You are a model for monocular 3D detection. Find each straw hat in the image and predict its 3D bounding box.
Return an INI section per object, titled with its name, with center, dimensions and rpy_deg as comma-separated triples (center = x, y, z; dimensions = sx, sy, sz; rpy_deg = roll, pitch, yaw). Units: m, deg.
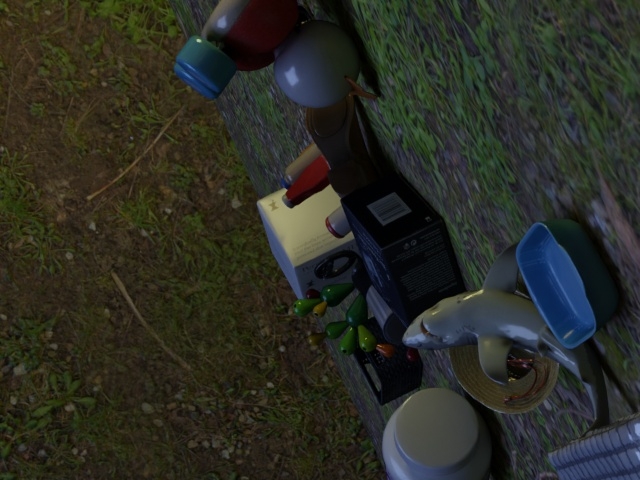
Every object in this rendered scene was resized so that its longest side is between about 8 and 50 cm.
[straw hat]
center = 0.218, 0.122, 1.544
dimensions = 0.061, 0.144, 0.144
rpy_deg = -2, -121, -53

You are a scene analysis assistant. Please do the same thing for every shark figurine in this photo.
[shark figurine]
center = 0.236, 0.118, 1.418
dimensions = 0.278, 0.166, 0.116
rpy_deg = 38, -176, 34

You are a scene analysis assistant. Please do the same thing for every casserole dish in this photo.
[casserole dish]
center = 0.231, 0.037, 1.287
dimensions = 0.114, 0.037, 0.188
rpy_deg = 63, 173, 11

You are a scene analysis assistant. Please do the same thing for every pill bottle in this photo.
[pill bottle]
center = 0.181, 0.336, 2.140
dimensions = 0.169, 0.169, 0.301
rpy_deg = 61, 173, 25

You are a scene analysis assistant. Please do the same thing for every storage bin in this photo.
[storage bin]
center = 0.120, 0.213, 2.503
dimensions = 0.122, 0.084, 0.180
rpy_deg = 61, 173, 20

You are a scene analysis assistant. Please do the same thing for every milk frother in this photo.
[milk frother]
center = 0.079, 0.079, 2.092
dimensions = 0.135, 0.143, 0.129
rpy_deg = -120, 15, -47

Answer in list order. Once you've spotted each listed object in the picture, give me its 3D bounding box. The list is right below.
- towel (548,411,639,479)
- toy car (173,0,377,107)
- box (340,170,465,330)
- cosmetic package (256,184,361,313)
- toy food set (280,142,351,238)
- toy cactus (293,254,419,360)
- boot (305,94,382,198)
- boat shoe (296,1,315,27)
[towel]
center = 0.311, 0.231, 1.081
dimensions = 0.235, 0.121, 0.284
rpy_deg = 61, 171, 11
[toy car]
center = -0.032, -0.244, 1.785
dimensions = 0.238, 0.219, 0.210
rpy_deg = 36, 176, -7
[box]
center = 0.113, 0.019, 1.847
dimensions = 0.156, 0.093, 0.158
rpy_deg = 53, 168, 56
[cosmetic package]
center = 0.000, 0.000, 2.354
dimensions = 0.151, 0.151, 0.184
rpy_deg = 60, 173, 28
[toy food set]
center = 0.011, -0.062, 2.084
dimensions = 0.111, 0.104, 0.232
rpy_deg = 21, -144, -52
[toy cactus]
center = 0.072, 0.103, 2.278
dimensions = 0.112, 0.218, 0.181
rpy_deg = 18, -94, -79
[boot]
center = 0.041, -0.128, 1.966
dimensions = 0.152, 0.072, 0.197
rpy_deg = 34, -134, -66
[boat shoe]
center = -0.018, -0.278, 1.937
dimensions = 0.042, 0.049, 0.133
rpy_deg = 61, -176, -61
